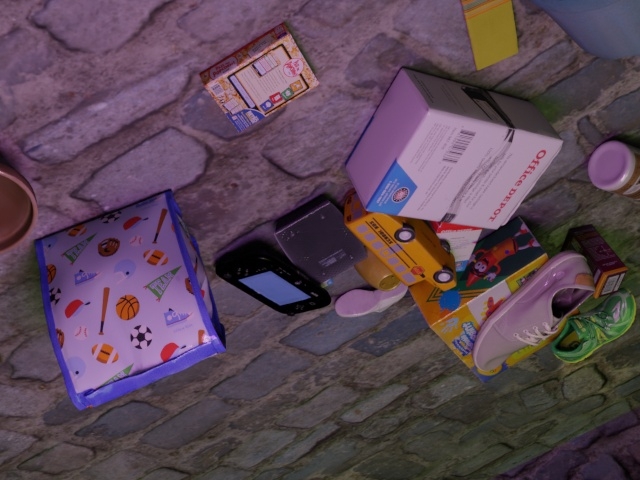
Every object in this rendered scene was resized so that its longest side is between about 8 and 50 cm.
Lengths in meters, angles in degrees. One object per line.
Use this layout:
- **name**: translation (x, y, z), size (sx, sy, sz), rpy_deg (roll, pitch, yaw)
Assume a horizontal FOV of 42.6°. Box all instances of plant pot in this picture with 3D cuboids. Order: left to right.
- **plant pot**: translation (-0.663, -0.083, 1.551), size (0.237, 0.110, 0.237), rpy_deg (-14, 140, -12)
- **plant pot**: translation (0.166, 0.076, 2.142), size (0.134, 0.095, 0.134), rpy_deg (-14, 139, -13)
- **plant pot**: translation (0.532, -0.522, 1.522), size (0.341, 0.341, 0.334), rpy_deg (-41, 145, 19)

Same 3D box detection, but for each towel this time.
- **towel**: translation (0.352, -0.463, 1.713), size (0.102, 0.021, 0.237), rpy_deg (-22, 141, 6)

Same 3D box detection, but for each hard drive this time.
- **hard drive**: translation (0.000, 0.000, 2.010), size (0.172, 0.054, 0.255), rpy_deg (-30, 140, 6)

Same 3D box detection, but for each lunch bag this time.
- **lunch bag**: translation (-0.389, 0.140, 1.715), size (0.327, 0.385, 0.239), rpy_deg (-23, 140, -3)

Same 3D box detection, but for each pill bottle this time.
- **pill bottle**: translation (0.828, -0.177, 2.168), size (0.229, 0.131, 0.131), rpy_deg (11, 129, -35)

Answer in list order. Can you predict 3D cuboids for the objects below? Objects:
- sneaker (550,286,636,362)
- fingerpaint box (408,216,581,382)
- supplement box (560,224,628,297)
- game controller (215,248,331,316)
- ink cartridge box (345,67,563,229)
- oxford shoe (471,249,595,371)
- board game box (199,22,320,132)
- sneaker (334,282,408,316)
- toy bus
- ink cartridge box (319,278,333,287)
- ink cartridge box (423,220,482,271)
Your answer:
- **sneaker**: translation (0.794, 0.254, 2.386), size (0.123, 0.109, 0.295), rpy_deg (15, 124, -43)
- **fingerpaint box**: translation (0.519, 0.185, 2.382), size (0.371, 0.163, 0.445), rpy_deg (-35, 139, 10)
- **supplement box**: translation (0.783, 0.058, 2.355), size (0.080, 0.188, 0.104), rpy_deg (-13, 139, -16)
- **game controller**: translation (-0.111, 0.109, 2.035), size (0.166, 0.067, 0.319), rpy_deg (-8, 152, 35)
- **ink cartridge box**: translation (0.301, -0.195, 1.861), size (0.394, 0.166, 0.285), rpy_deg (7, 131, -31)
- **oxford shoe**: translation (0.571, 0.218, 2.222), size (0.169, 0.130, 0.449), rpy_deg (11, 128, -38)
- **board game box**: translation (-0.117, -0.317, 1.617), size (0.193, 0.045, 0.147), rpy_deg (-30, 139, 6)
- **sneaker**: translation (0.141, 0.174, 2.259), size (0.212, 0.080, 0.094), rpy_deg (-17, 151, -11)
- **toy bus**: translation (0.205, 0.005, 2.007), size (0.130, 0.108, 0.332), rpy_deg (-27, 129, 26)
- **ink cartridge box**: translation (-0.014, 0.107, 2.139), size (0.083, 0.028, 0.048), rpy_deg (-26, 140, 2)
- **ink cartridge box**: translation (0.336, -0.018, 2.137), size (0.134, 0.078, 0.231), rpy_deg (-5, 136, -20)
